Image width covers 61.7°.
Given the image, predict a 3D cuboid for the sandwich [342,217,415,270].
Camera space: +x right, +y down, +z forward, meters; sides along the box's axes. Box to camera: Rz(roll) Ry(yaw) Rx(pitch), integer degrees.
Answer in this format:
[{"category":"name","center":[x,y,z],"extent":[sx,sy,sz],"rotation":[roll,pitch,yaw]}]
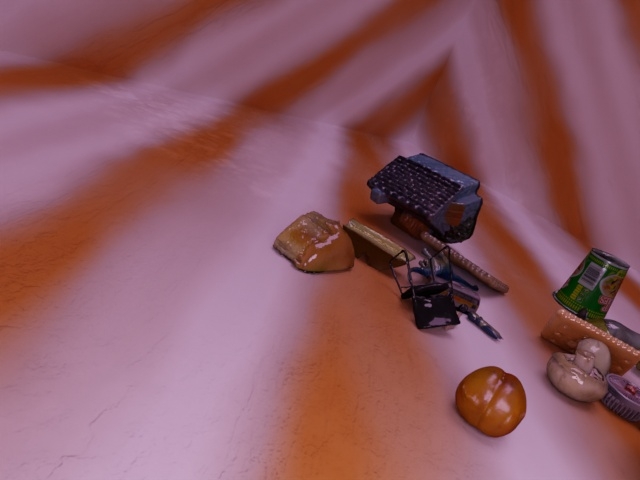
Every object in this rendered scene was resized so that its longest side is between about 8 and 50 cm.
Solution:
[{"category":"sandwich","center":[0.170,0.031,1.690],"extent":[0.245,0.088,0.090],"rotation":[33,32,16]}]

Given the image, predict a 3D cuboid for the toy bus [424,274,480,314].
[{"category":"toy bus","center":[0.395,0.163,1.609],"extent":[0.172,0.072,0.057],"rotation":[22,17,-4]}]

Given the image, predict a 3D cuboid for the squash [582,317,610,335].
[{"category":"squash","center":[0.834,0.273,1.665],"extent":[0.184,0.085,0.192],"rotation":[22,-10,36]}]

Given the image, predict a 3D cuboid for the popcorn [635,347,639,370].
[{"category":"popcorn","center":[1.062,0.387,1.673],"extent":[0.126,0.125,0.145],"rotation":[-12,29,-42]}]

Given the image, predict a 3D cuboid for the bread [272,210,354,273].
[{"category":"bread","center":[0.007,-0.007,1.542],"extent":[0.252,0.132,0.174],"rotation":[-4,32,-48]}]

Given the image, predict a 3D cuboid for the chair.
[{"category":"chair","center":[0.292,0.139,1.488],"extent":[0.141,0.220,0.145],"rotation":[-6,-16,-11]}]

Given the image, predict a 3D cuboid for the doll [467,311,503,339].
[{"category":"doll","center":[0.475,0.247,1.548],"extent":[0.037,0.027,0.125],"rotation":[10,23,-47]}]

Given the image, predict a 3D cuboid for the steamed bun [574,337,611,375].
[{"category":"steamed bun","center":[0.757,0.329,1.489],"extent":[0.091,0.112,0.130],"rotation":[9,-11,30]}]

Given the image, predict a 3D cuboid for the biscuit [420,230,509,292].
[{"category":"biscuit","center":[0.507,0.079,1.906],"extent":[0.325,0.044,0.217],"rotation":[39,10,37]}]

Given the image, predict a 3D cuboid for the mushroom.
[{"category":"mushroom","center":[0.667,0.342,1.384],"extent":[0.154,0.122,0.154],"rotation":[19,16,-6]}]

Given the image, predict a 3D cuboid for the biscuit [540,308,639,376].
[{"category":"biscuit","center":[0.785,0.306,1.571],"extent":[0.250,0.160,0.030],"rotation":[31,56,19]}]

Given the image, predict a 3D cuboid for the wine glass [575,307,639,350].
[{"category":"wine glass","center":[0.967,0.308,1.805],"extent":[0.202,0.092,0.093],"rotation":[25,21,7]}]

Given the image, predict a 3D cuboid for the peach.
[{"category":"peach","center":[0.352,0.325,1.102],"extent":[0.138,0.138,0.138],"rotation":[20,21,-8]}]

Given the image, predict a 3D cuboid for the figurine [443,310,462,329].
[{"category":"figurine","center":[0.351,0.217,1.484],"extent":[0.051,0.047,0.083],"rotation":[21,23,41]}]

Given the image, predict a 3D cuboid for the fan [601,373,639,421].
[{"category":"fan","center":[0.832,0.442,1.374],"extent":[0.130,0.074,0.244],"rotation":[6,28,-38]}]

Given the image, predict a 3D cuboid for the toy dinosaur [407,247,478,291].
[{"category":"toy dinosaur","center":[0.379,0.097,1.745],"extent":[0.363,0.076,0.147],"rotation":[11,35,-41]}]

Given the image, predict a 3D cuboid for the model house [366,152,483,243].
[{"category":"model house","center":[0.379,-0.135,2.053],"extent":[0.339,0.297,0.360],"rotation":[-13,40,-45]}]

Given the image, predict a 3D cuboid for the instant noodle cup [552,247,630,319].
[{"category":"instant noodle cup","center":[1.031,0.160,2.026],"extent":[0.207,0.232,0.207],"rotation":[19,21,-8]}]
